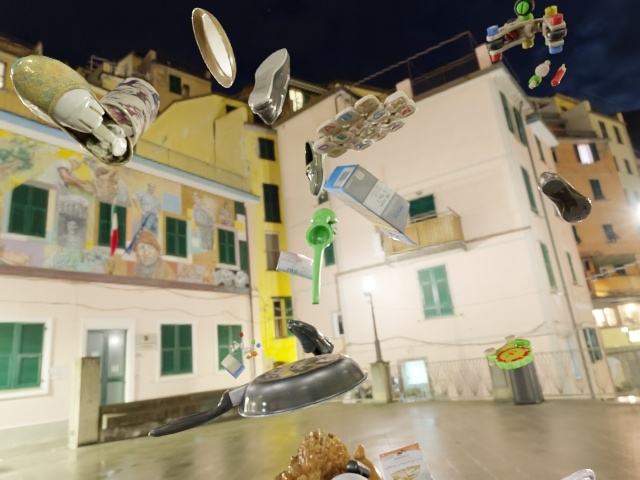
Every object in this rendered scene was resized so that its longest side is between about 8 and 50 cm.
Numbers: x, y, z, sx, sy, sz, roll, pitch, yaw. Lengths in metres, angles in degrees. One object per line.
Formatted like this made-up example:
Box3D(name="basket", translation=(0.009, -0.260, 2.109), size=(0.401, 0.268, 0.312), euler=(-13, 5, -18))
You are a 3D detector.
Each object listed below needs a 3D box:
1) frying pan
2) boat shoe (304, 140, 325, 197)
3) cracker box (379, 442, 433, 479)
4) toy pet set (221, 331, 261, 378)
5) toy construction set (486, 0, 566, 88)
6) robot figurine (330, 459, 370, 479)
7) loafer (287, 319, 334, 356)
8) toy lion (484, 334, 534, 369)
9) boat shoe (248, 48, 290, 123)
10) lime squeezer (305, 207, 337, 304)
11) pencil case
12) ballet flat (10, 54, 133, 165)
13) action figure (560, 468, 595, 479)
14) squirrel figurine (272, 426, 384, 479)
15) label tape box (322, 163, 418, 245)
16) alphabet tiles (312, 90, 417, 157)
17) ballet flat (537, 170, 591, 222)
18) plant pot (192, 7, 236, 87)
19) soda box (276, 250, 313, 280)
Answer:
Box3D(name="frying pan", translation=(-0.082, 0.228, 0.659), size=(0.325, 0.053, 0.197), euler=(-17, -7, 25))
Box3D(name="boat shoe", translation=(-0.033, -0.343, 2.028), size=(0.091, 0.305, 0.109), euler=(12, -29, -22))
Box3D(name="cracker box", translation=(0.302, 0.820, 1.475), size=(0.155, 0.067, 0.232), euler=(-18, 12, 1))
Box3D(name="toy pet set", translation=(-0.223, 0.344, 1.244), size=(0.122, 0.114, 0.065), euler=(12, -37, 54))
Box3D(name="toy construction set", translation=(0.757, -0.706, 1.486), size=(0.237, 0.309, 0.257), euler=(-47, 15, -34))
Box3D(name="robot figurine", translation=(0.104, 0.708, 1.092), size=(0.209, 0.173, 0.278), euler=(36, -12, 49))
Box3D(name="loafer", translation=(-0.033, 0.328, 1.390), size=(0.076, 0.078, 0.223), euler=(-3, -36, 41))
Box3D(name="toy lion", translation=(0.390, 0.228, 0.862), size=(0.100, 0.034, 0.096), euler=(-23, 2, -24))
Box3D(name="boat shoe", translation=(-0.166, -0.534, 1.477), size=(0.112, 0.336, 0.096), euler=(-8, -40, 25))
Box3D(name="lime squeezer", translation=(0.000, 0.000, 0.870), size=(0.058, 0.110, 0.310), euler=(11, 27, 3))
Box3D(name="pencil case", translation=(-0.654, -0.423, 1.409), size=(0.183, 0.410, 0.160), euler=(6, -61, -12))
Box3D(name="ballet flat", translation=(-0.505, -0.260, 0.926), size=(0.123, 0.123, 0.348), euler=(-5, -14, -3))
Box3D(name="action figure", translation=(0.398, 0.581, 0.872), size=(0.369, 0.276, 0.248), euler=(-3, -47, 18))
Box3D(name="squirrel figurine", translation=(0.024, 0.758, 1.266), size=(0.370, 0.281, 0.397), euler=(-18, -55, -16))
Box3D(name="label tape box", translation=(0.193, -0.128, 1.491), size=(0.333, 0.106, 0.240), euler=(34, -1, -17))
Box3D(name="alphabet tiles", translation=(0.122, -0.308, 1.171), size=(0.284, 0.021, 0.278), euler=(-26, -13, 26))
Box3D(name="ballet flat", translation=(0.670, -0.122, 1.179), size=(0.249, 0.058, 0.084), euler=(26, -54, -32))
Box3D(name="plant pot", translation=(-0.326, -0.601, 1.333), size=(0.032, 0.236, 0.236), euler=(-32, -7, -20))
Box3D(name="soda box", translation=(-0.066, 0.080, 1.313), size=(0.058, 0.063, 0.183), euler=(11, -8, 22))
